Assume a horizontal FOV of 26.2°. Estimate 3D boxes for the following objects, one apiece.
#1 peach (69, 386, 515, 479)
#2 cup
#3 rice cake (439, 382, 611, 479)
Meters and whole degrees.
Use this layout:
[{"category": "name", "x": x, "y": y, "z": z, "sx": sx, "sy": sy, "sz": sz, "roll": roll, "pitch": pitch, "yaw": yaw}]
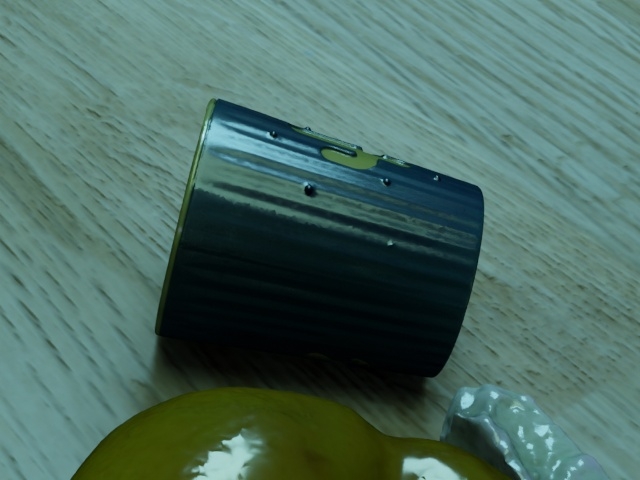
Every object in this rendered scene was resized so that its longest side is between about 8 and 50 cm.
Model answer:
[{"category": "peach", "x": 0.002, "y": 0.165, "z": 0.503, "sx": 0.251, "sy": 0.153, "sz": 0.251, "roll": 23, "pitch": 25, "yaw": -11}, {"category": "cup", "x": 0.000, "y": 0.000, "z": 0.763, "sx": 0.155, "sy": 0.131, "sz": 0.176, "roll": 14, "pitch": 14, "yaw": -3}, {"category": "rice cake", "x": 0.164, "y": 0.198, "z": 0.587, "sx": 0.056, "sy": 0.073, "sz": 0.365, "roll": -13, "pitch": 45, "yaw": -31}]
